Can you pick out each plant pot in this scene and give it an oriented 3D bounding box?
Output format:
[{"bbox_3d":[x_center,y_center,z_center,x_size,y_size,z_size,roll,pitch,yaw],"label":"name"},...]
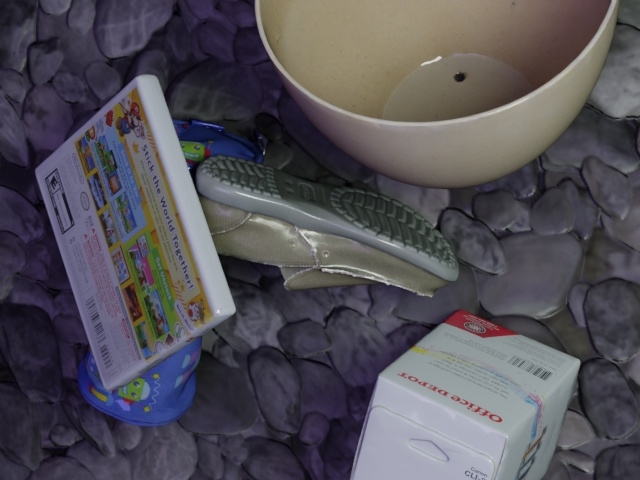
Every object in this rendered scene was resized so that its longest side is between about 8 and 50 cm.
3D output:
[{"bbox_3d":[0.103,-0.150,1.523,0.284,0.284,0.191,19,152,23],"label":"plant pot"}]

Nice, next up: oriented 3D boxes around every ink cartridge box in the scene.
[{"bbox_3d":[0.126,0.163,1.647,0.128,0.176,0.127,24,117,21],"label":"ink cartridge box"}]

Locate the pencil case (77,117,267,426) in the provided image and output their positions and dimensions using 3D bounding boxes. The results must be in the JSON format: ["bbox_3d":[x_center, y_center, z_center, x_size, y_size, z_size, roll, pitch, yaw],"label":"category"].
[{"bbox_3d":[-0.145,0.024,1.785,0.119,0.133,0.306,18,118,0],"label":"pencil case"}]

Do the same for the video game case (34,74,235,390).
[{"bbox_3d":[-0.170,-0.003,1.690,0.206,0.026,0.227,-34,70,48],"label":"video game case"}]

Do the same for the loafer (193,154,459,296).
[{"bbox_3d":[0.000,0.000,1.673,0.251,0.094,0.087,19,115,-7],"label":"loafer"}]
